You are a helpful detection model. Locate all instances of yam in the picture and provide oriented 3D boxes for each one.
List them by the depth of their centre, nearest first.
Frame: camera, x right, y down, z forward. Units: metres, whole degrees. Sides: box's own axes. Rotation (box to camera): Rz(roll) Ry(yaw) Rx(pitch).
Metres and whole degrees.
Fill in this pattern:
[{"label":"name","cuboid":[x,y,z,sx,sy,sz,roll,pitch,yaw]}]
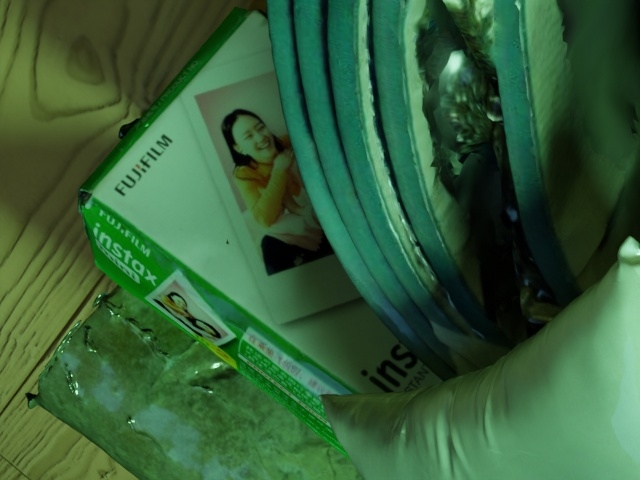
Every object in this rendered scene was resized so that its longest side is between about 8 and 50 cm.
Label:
[{"label":"yam","cuboid":[-0.035,0.119,1.066,0.300,0.195,0.195,34,148,8]}]

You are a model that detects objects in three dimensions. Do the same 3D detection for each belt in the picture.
[{"label":"belt","cuboid":[0.139,-0.084,0.652,0.300,0.173,0.436,18,144,24]}]

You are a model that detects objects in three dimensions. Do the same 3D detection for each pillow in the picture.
[{"label":"pillow","cuboid":[0.101,0.096,0.694,0.144,0.078,0.254,48,145,-6]}]

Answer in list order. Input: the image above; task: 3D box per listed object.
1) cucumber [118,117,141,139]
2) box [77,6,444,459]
[{"label":"cucumber","cuboid":[-0.008,-0.006,1.019,0.284,0.056,0.056,34,148,2]},{"label":"box","cuboid":[0.000,0.000,0.899,0.250,0.180,0.103,35,160,9]}]
